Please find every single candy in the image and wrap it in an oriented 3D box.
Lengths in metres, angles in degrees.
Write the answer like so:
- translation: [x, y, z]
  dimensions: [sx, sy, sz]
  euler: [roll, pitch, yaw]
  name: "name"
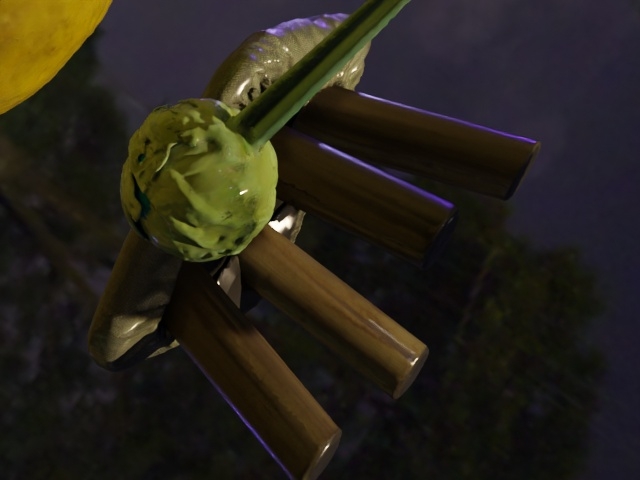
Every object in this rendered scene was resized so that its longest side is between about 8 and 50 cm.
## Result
- translation: [0.008, -0.105, 0.865]
  dimensions: [0.335, 0.092, 0.093]
  euler: [-39, -143, 27]
  name: "candy"

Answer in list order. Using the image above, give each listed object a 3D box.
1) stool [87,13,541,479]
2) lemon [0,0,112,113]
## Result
- translation: [0.000, 0.000, 1.273]
  dimensions: [0.310, 0.226, 0.310]
  euler: [-63, 168, 25]
  name: "stool"
- translation: [-0.223, -0.187, 0.825]
  dimensions: [0.245, 0.245, 0.320]
  euler: [-43, -150, 20]
  name: "lemon"
